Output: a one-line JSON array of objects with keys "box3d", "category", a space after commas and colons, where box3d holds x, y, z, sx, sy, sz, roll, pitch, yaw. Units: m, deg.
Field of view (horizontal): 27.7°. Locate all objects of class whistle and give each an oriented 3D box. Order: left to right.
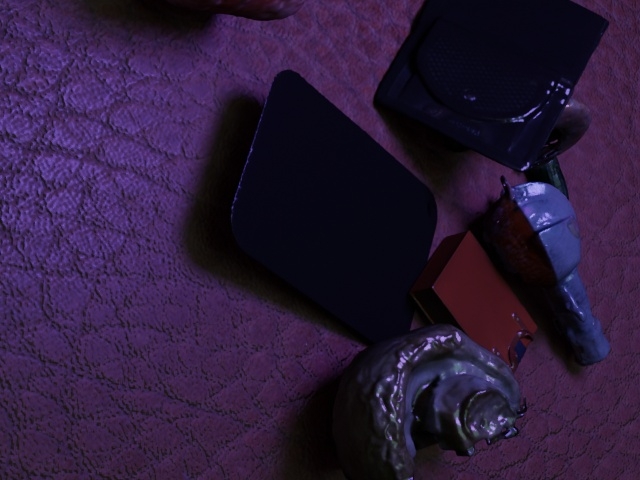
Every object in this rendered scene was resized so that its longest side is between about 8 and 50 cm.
[{"box3d": [0.326, 0.041, 1.860, 0.133, 0.142, 0.346, -41, 122, -18], "category": "whistle"}]

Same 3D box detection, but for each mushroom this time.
[{"box3d": [0.119, 0.191, 1.610, 0.267, 0.189, 0.164, -19, 91, -29], "category": "mushroom"}]

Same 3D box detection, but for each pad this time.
[{"box3d": [0.000, 0.001, 1.648, 0.375, 0.063, 0.315, 38, 59, -41], "category": "pad"}]

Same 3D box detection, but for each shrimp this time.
[{"box3d": [0.281, -0.149, 1.869, 0.219, 0.152, 0.046, -12, 65, -3], "category": "shrimp"}]

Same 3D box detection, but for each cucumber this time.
[{"box3d": [0.348, -0.074, 1.949, 0.048, 0.048, 0.105, -27, 100, -41], "category": "cucumber"}]

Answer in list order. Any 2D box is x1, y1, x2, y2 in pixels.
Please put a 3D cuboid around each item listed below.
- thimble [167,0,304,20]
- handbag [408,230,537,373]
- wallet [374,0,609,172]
[{"box3d": [-0.102, -0.372, 1.489, 0.162, 0.239, 0.239, -1, 82, -40], "category": "thimble"}, {"box3d": [0.214, 0.099, 1.789, 0.190, 0.062, 0.127, 52, 49, -18], "category": "handbag"}, {"box3d": [0.239, -0.256, 1.812, 0.247, 0.041, 0.323, 28, 58, 8], "category": "wallet"}]
